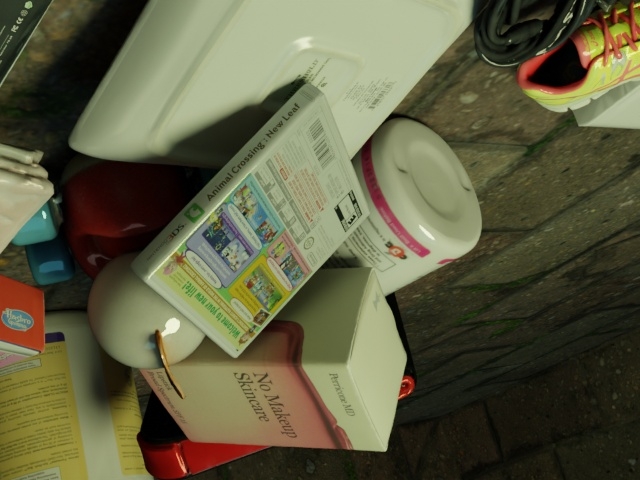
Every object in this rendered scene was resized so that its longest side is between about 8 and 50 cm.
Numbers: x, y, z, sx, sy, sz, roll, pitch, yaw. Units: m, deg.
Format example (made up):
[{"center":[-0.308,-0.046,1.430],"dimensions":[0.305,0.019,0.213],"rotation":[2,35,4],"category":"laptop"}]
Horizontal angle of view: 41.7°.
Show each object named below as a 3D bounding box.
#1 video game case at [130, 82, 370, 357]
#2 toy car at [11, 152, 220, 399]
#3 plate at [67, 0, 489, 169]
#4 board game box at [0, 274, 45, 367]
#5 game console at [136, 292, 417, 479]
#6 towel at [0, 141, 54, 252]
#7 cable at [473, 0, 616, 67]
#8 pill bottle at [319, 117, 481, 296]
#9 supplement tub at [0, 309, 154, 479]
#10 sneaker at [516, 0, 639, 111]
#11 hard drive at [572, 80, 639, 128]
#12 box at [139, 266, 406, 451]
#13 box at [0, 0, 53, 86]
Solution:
[{"center":[-0.045,-0.005,0.708],"dimensions":[0.193,0.023,0.212],"rotation":[-47,155,-9],"category":"video game case"},{"center":[-0.166,0.044,0.800],"dimensions":[0.219,0.238,0.210],"rotation":[-12,159,-12],"category":"toy car"},{"center":[-0.015,-0.136,0.654],"dimensions":[0.278,0.045,0.277],"rotation":[2,141,-43],"category":"plate"},{"center":[-0.428,0.061,0.681],"dimensions":[0.242,0.064,0.316],"rotation":[-20,152,22],"category":"board game box"},{"center":[-0.057,0.149,1.107],"dimensions":[0.342,0.060,0.386],"rotation":[-17,-159,4],"category":"game console"},{"center":[-0.423,-0.021,0.649],"dimensions":[0.332,0.053,0.317],"rotation":[14,145,-38],"category":"towel"},{"center":[0.186,-0.204,0.666],"dimensions":[0.151,0.047,0.184],"rotation":[-30,167,7],"category":"cable"},{"center":[0.022,-0.002,0.939],"dimensions":[0.283,0.160,0.160],"rotation":[-32,155,35],"category":"pill bottle"},{"center":[-0.361,0.287,1.151],"dimensions":[0.241,0.331,0.241],"rotation":[-14,160,-5],"category":"supplement tub"},{"center":[0.270,-0.180,0.764],"dimensions":[0.208,0.081,0.094],"rotation":[-32,161,37],"category":"sneaker"},{"center":[0.471,-0.192,0.956],"dimensions":[0.319,0.040,0.210],"rotation":[-3,156,-32],"category":"hard drive"},{"center":[-0.045,0.125,0.876],"dimensions":[0.232,0.127,0.148],"rotation":[-3,133,23],"category":"box"},{"center":[-0.253,-0.128,0.454],"dimensions":[0.220,0.051,0.175],"rotation":[-49,147,21],"category":"box"}]
